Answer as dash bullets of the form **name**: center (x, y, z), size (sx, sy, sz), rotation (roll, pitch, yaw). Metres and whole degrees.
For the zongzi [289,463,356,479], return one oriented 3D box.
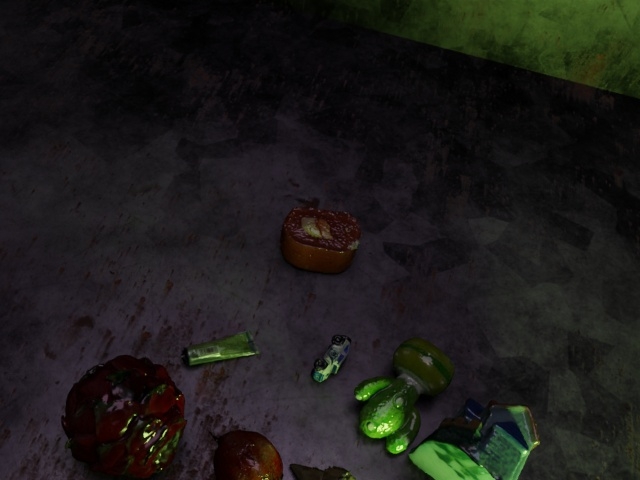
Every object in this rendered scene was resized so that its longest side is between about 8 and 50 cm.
- **zongzi**: center (-0.015, 0.692, 1.745), size (0.198, 0.099, 0.194), rotation (3, 58, 24)

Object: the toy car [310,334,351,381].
- **toy car**: center (0.038, 0.358, 2.014), size (0.070, 0.080, 0.170), rotation (32, 53, 13)

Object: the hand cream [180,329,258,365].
- **hand cream**: center (-0.310, 0.333, 2.001), size (0.235, 0.055, 0.086), rotation (-9, 56, -26)

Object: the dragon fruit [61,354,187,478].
- **dragon fruit**: center (-0.501, 0.456, 1.704), size (0.329, 0.329, 0.329), rotation (5, 51, -6)

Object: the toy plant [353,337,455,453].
- **toy plant**: center (0.235, 0.446, 1.929), size (0.224, 0.184, 0.316), rotation (42, 66, 1)

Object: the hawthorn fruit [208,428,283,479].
- **hawthorn fruit**: center (-0.211, 0.578, 1.735), size (0.235, 0.181, 0.181), rotation (42, 57, 14)

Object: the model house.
- **model house**: center (0.464, 0.529, 1.811), size (0.252, 0.295, 0.329), rotation (41, 59, 16)

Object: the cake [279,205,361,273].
- **cake**: center (0.000, 0.000, 2.246), size (0.283, 0.150, 0.176), rotation (8, 47, -9)
